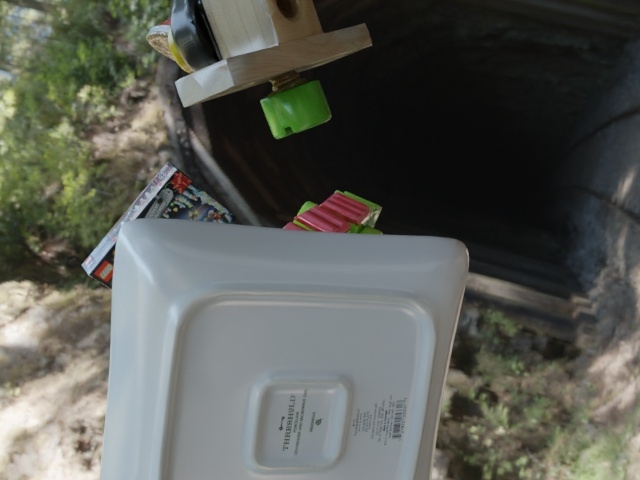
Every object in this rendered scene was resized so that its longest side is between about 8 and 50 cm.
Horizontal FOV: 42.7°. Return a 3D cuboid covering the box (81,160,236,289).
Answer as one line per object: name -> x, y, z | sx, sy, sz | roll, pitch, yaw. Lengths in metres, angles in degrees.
box -> -0.163, 0.000, 0.837 | 0.137, 0.027, 0.094 | -51, -50, -1

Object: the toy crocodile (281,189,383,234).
toy crocodile -> 0.000, 0.000, 1.048 | 0.340, 0.115, 0.105 | -38, -29, -58

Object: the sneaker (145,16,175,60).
sneaker -> -0.073, -0.162, 0.570 | 0.042, 0.118, 0.067 | 31, -107, -42

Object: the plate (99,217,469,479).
plate -> -0.020, 0.129, 0.615 | 0.045, 0.278, 0.277 | -147, 63, -67

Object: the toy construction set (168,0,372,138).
toy construction set -> -0.010, -0.165, 0.358 | 0.309, 0.257, 0.237 | -49, -51, -73
